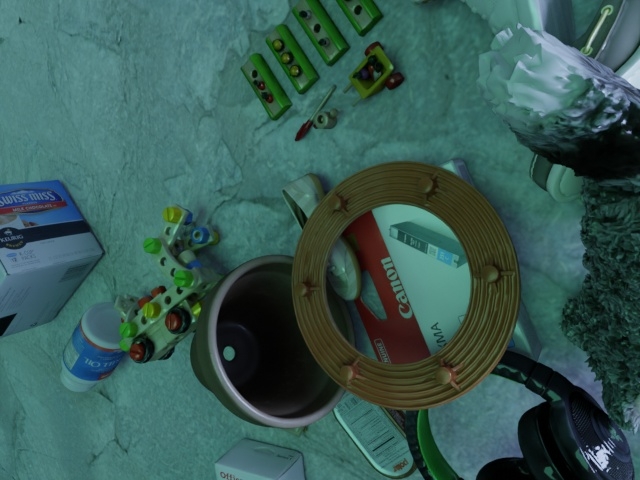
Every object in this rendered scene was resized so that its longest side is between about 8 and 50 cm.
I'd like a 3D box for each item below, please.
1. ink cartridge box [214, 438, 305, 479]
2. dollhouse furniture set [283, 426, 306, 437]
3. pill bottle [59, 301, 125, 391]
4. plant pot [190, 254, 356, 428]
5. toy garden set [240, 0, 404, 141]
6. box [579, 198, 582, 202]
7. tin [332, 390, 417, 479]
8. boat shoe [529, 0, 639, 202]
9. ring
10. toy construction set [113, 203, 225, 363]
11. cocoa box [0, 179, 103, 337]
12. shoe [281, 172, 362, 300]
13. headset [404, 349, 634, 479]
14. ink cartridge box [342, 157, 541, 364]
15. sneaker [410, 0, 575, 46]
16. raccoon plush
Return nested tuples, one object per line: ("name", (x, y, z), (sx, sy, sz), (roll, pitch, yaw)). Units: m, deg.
("ink cartridge box", (-0.110, 0.526, 0.981), (0.160, 0.092, 0.220), (-3, 100, 31))
("dollhouse furniture set", (-0.085, 0.310, 0.960), (0.151, 0.058, 0.076), (24, 106, 5))
("pill bottle", (-0.524, 0.255, 1.157), (0.124, 0.124, 0.221), (48, 121, 14))
("plant pot", (-0.107, 0.178, 0.838), (0.229, 0.263, 0.263), (-29, 85, 51))
("toy garden set", (-0.007, -0.267, 0.770), (0.244, 0.049, 0.204), (-36, 81, 32))
("box", (0.374, -0.108, 0.576), (0.179, 0.043, 0.105), (-40, 79, 33))
("tin", (0.093, 0.315, 0.846), (0.190, 0.040, 0.106), (50, 125, 13))
("boat shoe", (0.311, -0.185, 0.532), (0.091, 0.109, 0.305), (37, 99, 45))
("ring", (0.092, 0.058, 0.672), (0.336, 0.032, 0.337), (-4, 83, 34))
("toy construction set", (-0.313, 0.107, 0.971), (0.327, 0.151, 0.215), (-44, 67, 31))
("cocoa box", (-0.733, 0.054, 1.175), (0.347, 0.231, 0.228), (-41, 78, 31))
("shoe", (0.000, 0.000, 0.802), (0.076, 0.058, 0.219), (-31, 81, 59))
("headset", (0.302, 0.297, 0.639), (0.394, 0.185, 0.244), (35, 119, 26))
("ink cartridge box", (0.142, 0.066, 0.743), (0.261, 0.066, 0.297), (-23, 88, 32))
("sneaker", (0.197, -0.312, 0.618), (0.169, 0.108, 0.293), (-13, 97, 47))
("raccoon plush", (0.275, 0.010, 0.507), (0.446, 0.216, 0.299), (29, 129, -6))
